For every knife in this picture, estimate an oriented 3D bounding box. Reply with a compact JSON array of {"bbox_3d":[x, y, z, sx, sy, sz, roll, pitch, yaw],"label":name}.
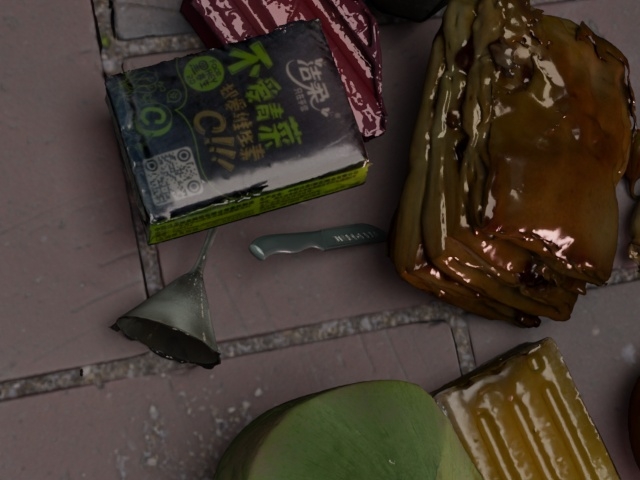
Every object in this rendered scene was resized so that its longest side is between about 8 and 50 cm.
[{"bbox_3d":[-0.001,0.000,1.898,0.210,0.015,0.028,-8,52,-48],"label":"knife"}]

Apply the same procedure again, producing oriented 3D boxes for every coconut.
[{"bbox_3d":[0.037,0.288,1.746,0.281,0.328,0.328,-3,83,-21],"label":"coconut"}]

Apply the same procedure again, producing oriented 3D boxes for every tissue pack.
[{"bbox_3d":[-0.086,-0.110,1.807,0.236,0.073,0.173,-17,75,-9],"label":"tissue pack"}]

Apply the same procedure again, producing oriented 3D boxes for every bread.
[{"bbox_3d":[0.225,-0.078,1.901,0.277,0.167,0.324,23,81,-44],"label":"bread"}]

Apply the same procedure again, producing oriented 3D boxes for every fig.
[{"bbox_3d":[0.364,-0.087,2.067,0.050,0.050,0.083,-5,103,-19],"label":"fig"}]

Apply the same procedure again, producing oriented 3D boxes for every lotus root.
[{"bbox_3d":[0.396,-0.029,2.055,0.073,0.062,0.150,45,69,-12],"label":"lotus root"}]

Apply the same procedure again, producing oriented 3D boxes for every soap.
[{"bbox_3d":[0.231,0.253,1.947,0.160,0.080,0.257,-25,91,-19],"label":"soap"},{"bbox_3d":[-0.022,-0.203,1.921,0.162,0.099,0.250,-37,94,-20],"label":"soap"}]

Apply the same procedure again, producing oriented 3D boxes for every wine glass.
[{"bbox_3d":[-0.127,0.026,1.846,0.122,0.122,0.183,23,71,-14],"label":"wine glass"}]

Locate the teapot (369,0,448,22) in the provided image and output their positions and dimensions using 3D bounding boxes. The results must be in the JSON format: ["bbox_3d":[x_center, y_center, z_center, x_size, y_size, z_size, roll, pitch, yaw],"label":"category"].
[{"bbox_3d":[0.058,-0.414,1.902,0.344,0.253,0.300,48,44,1],"label":"teapot"}]

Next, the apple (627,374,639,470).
[{"bbox_3d":[0.466,0.219,1.981,0.246,0.246,0.226,-27,110,-20],"label":"apple"}]
